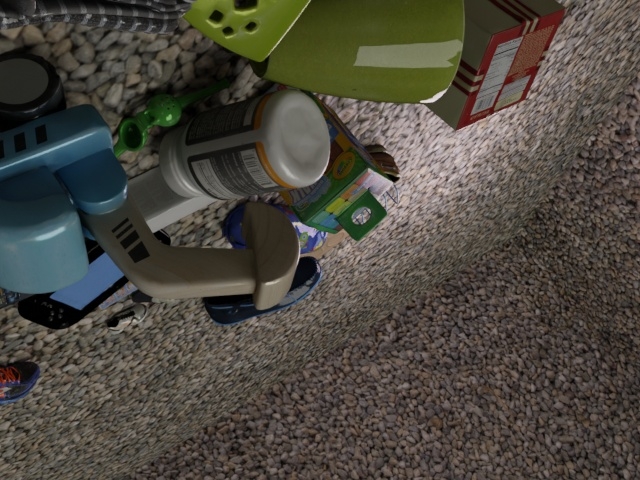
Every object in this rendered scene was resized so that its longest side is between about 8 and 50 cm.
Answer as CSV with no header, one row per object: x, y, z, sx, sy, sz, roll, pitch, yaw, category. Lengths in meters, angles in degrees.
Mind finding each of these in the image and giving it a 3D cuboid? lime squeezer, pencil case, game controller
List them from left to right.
-0.458,0.066,1.487,0.319,0.067,0.166,-39,160,3,game controller
-0.291,-0.196,1.235,0.310,0.059,0.110,-37,-167,-1,lime squeezer
-0.105,-0.022,1.802,0.306,0.119,0.133,-1,116,-58,pencil case

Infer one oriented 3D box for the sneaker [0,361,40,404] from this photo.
-0.713,0.312,1.590,0.221,0.083,0.087,-19,146,-48,sneaker

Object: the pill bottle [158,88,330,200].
-0.135,-0.154,1.246,0.278,0.162,0.162,-6,-178,37,pill bottle

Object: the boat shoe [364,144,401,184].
0.085,-0.164,1.834,0.307,0.104,0.111,-21,155,-37,boat shoe

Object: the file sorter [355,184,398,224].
0.120,-0.111,2.013,0.170,0.104,0.118,-34,159,-7,file sorter

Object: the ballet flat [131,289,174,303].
-0.352,0.105,1.748,0.203,0.074,0.074,-33,160,-11,ballet flat

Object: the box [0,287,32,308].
-0.582,0.047,1.247,0.183,0.059,0.233,-26,156,-28,box

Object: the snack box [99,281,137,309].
-0.430,0.094,1.661,0.178,0.022,0.064,-31,160,-16,snack box

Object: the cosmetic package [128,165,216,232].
-0.304,-0.079,1.378,0.239,0.099,0.060,-29,158,-20,cosmetic package

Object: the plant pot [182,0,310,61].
-0.128,-0.378,0.844,0.207,0.228,0.227,1,138,-49,plant pot

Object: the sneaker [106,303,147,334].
-0.472,0.190,1.778,0.109,0.040,0.044,-34,158,-9,sneaker

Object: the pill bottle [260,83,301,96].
-0.098,-0.232,1.401,0.160,0.087,0.087,-41,160,9,pill bottle

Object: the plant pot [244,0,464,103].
0.034,-0.343,1.182,0.293,0.275,0.275,-11,151,-20,plant pot

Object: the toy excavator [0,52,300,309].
-0.308,-0.027,0.975,0.433,0.445,0.222,-27,158,-25,toy excavator

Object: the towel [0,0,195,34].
-0.268,-0.304,0.671,0.235,0.284,0.121,-9,147,-51,towel

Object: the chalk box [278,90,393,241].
0.017,-0.134,1.513,0.180,0.289,0.179,-42,160,13,chalk box

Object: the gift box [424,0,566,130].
0.265,-0.381,1.425,0.255,0.258,0.276,-23,148,-35,gift box

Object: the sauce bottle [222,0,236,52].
-0.148,-0.342,1.140,0.042,0.042,0.128,-32,159,-15,sauce bottle

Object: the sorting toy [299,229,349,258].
0.000,0.000,2.166,0.193,0.038,0.208,-36,165,-2,sorting toy

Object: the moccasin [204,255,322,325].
-0.157,0.138,2.020,0.342,0.138,0.117,-29,146,-1,moccasin
